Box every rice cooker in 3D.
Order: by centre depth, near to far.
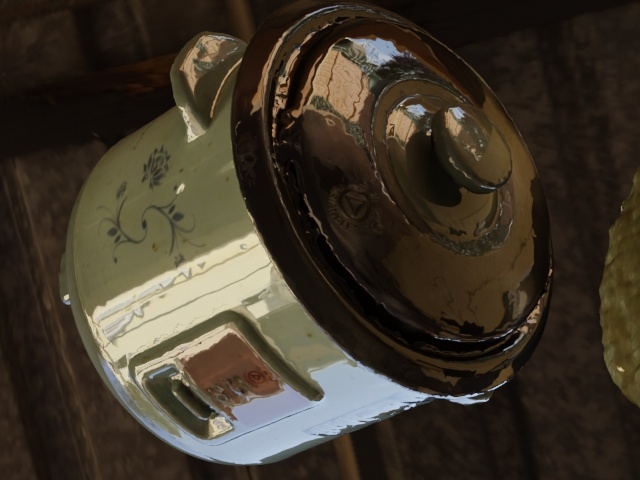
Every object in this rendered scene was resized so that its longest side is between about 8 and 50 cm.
[{"bbox_3d":[0.000,0.000,1.084,0.316,0.316,0.264,43,-137,-11],"label":"rice cooker"}]

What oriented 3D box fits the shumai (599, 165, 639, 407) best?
[{"bbox_3d":[0.400,0.043,1.294,0.288,0.330,0.292,18,-50,-19],"label":"shumai"}]
